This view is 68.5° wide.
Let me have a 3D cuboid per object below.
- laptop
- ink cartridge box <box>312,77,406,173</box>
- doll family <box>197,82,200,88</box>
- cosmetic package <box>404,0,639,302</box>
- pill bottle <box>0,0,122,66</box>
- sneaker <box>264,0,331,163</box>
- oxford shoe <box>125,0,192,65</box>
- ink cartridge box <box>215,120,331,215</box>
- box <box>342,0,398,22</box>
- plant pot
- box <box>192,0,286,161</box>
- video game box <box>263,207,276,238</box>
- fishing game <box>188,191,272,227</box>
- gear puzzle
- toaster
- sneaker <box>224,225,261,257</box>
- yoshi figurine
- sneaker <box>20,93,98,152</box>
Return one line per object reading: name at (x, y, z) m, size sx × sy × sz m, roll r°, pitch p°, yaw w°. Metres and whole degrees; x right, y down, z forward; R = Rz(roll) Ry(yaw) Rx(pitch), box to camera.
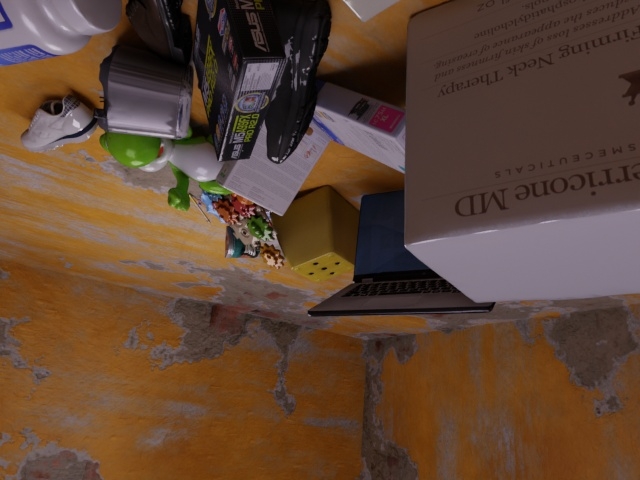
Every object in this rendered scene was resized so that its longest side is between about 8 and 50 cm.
laptop at (0.210, 0.002, 1.081) m, size 0.381 × 0.237 × 0.407 m, roll -7°, pitch -174°, yaw 28°
ink cartridge box at (0.087, -0.214, 0.897) m, size 0.311 × 0.065 × 0.185 m, roll 33°, pitch 180°, yaw 41°
doll family at (-0.162, -0.281, 0.917) m, size 0.192 × 0.076 × 0.111 m, roll -9°, pitch 159°, yaw 40°
cosmetic package at (0.340, -0.140, 0.708) m, size 0.329 × 0.395 × 0.327 m, roll -10°, pitch 154°, yaw 33°
pill bottle at (-0.443, -0.350, 0.699) m, size 0.271 × 0.153 × 0.152 m, roll -2°, pitch 158°, yaw 17°
sneaker at (-0.068, -0.269, 0.800) m, size 0.130 × 0.109 × 0.287 m, roll 18°, pitch 124°, yaw 5°
oxford shoe at (-0.261, -0.361, 0.725) m, size 0.096 × 0.083 × 0.227 m, roll 11°, pitch 158°, yaw -5°
ink cartridge box at (-0.098, -0.185, 1.037) m, size 0.180 × 0.225 × 0.056 m, roll 26°, pitch -172°, yaw -43°
box at (0.001, -0.398, 0.479) m, size 0.121 × 0.148 × 0.311 m, roll -14°, pitch 153°, yaw 40°
plant pot at (0.000, 0.000, 1.372) m, size 0.212 × 0.187 × 0.212 m, roll -23°, pitch 147°, yaw 25°
box at (-0.137, -0.277, 0.716) m, size 0.060 × 0.217 × 0.270 m, roll -11°, pitch 166°, yaw -22°
video game box at (-0.158, -0.063, 1.507) m, size 0.205 × 0.048 × 0.187 m, roll -9°, pitch 157°, yaw 32°
fishing game at (-0.274, -0.086, 1.405) m, size 0.263 × 0.041 × 0.189 m, roll 9°, pitch 146°, yaw 23°
gear puzzle at (-0.216, -0.048, 1.308) m, size 0.175 × 0.044 × 0.339 m, roll -16°, pitch 114°, yaw 44°
toaster at (-0.304, -0.259, 0.833) m, size 0.146 × 0.227 × 0.129 m, roll 5°, pitch 120°, yaw -18°
sneaker at (-0.259, 0.007, 1.586) m, size 0.120 × 0.108 × 0.302 m, roll 3°, pitch -179°, yaw -8°
yoshi figurine at (-0.312, -0.189, 1.043) m, size 0.361 × 0.204 × 0.203 m, roll 12°, pitch 150°, yaw -12°
sneaker at (-0.609, -0.269, 1.067) m, size 0.234 × 0.090 × 0.095 m, roll -9°, pitch 142°, yaw 25°
